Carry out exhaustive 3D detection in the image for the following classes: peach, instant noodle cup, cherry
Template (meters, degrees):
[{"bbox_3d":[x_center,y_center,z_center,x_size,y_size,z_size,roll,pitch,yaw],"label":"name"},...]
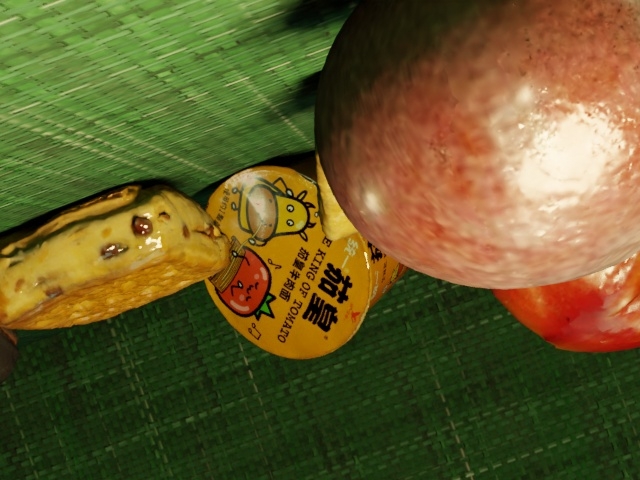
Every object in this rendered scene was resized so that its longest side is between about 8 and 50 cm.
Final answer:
[{"bbox_3d":[0.241,-0.045,1.779,0.281,0.281,0.338,-18,-149,-33],"label":"peach"},{"bbox_3d":[0.000,0.000,1.950,0.216,0.216,0.172,-22,-174,36],"label":"instant noodle cup"},{"bbox_3d":[0.119,-0.076,1.064,0.236,0.213,0.285,-28,172,-25],"label":"cherry"}]

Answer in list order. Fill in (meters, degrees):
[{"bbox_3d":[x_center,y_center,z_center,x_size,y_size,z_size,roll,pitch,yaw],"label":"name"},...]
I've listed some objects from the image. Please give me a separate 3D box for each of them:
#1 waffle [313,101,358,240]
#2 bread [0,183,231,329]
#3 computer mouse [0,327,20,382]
[{"bbox_3d":[0.118,-0.105,1.434,0.274,0.057,0.168,-20,149,-10],"label":"waffle"},{"bbox_3d":[-0.206,0.011,1.726,0.210,0.099,0.235,-23,171,14],"label":"bread"},{"bbox_3d":[-0.425,0.103,1.726,0.183,0.116,0.323,-19,171,25],"label":"computer mouse"}]
